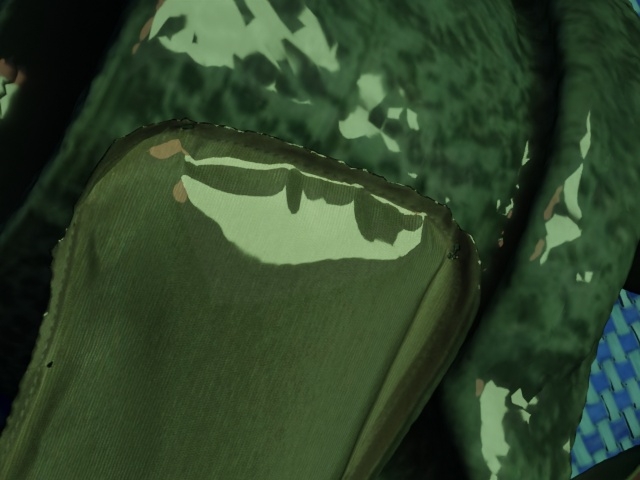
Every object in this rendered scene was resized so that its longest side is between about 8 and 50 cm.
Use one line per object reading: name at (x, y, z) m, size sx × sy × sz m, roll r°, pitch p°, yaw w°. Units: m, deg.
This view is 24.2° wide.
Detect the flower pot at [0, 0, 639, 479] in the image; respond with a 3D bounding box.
flower pot at (0.000, 0.000, 0.597) m, size 0.283 × 0.299 × 0.299 m, roll 28°, pitch 52°, yaw -27°

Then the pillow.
pillow at (-0.046, 0.079, 0.448) m, size 0.130 × 0.038 × 0.233 m, roll 22°, pitch 96°, yaw -18°

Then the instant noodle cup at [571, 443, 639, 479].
instant noodle cup at (0.128, 0.214, 0.662) m, size 0.235 × 0.235 × 0.178 m, roll -29°, pitch 80°, yaw -48°
